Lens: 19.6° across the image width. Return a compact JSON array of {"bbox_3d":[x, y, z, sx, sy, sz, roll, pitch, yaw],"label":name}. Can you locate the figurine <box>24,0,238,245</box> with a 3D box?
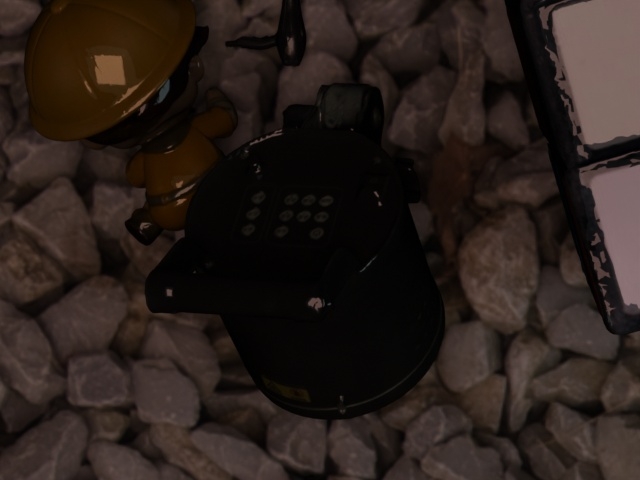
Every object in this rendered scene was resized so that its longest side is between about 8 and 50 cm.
[{"bbox_3d":[-0.172,-0.132,1.770,0.192,0.167,0.257,-37,98,-5],"label":"figurine"}]

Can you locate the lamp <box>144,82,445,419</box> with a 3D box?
[{"bbox_3d":[-0.001,0.045,1.725,0.205,0.374,0.272,2,125,20],"label":"lamp"}]

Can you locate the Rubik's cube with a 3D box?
[{"bbox_3d":[0.357,-0.122,1.660,0.316,0.318,0.313,-16,98,7],"label":"Rubik's cube"}]

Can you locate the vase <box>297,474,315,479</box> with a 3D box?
[{"bbox_3d":[0.031,0.315,1.868,0.183,0.120,0.120,43,100,14],"label":"vase"}]

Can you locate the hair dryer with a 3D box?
[{"bbox_3d":[-0.055,-0.209,1.821,0.083,0.031,0.079,-3,89,12],"label":"hair dryer"}]
